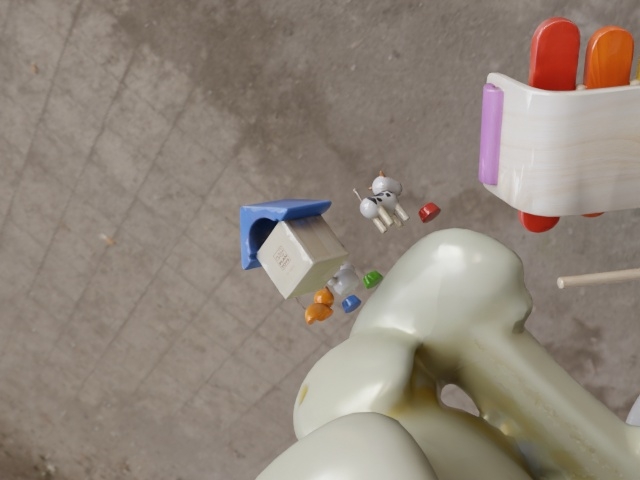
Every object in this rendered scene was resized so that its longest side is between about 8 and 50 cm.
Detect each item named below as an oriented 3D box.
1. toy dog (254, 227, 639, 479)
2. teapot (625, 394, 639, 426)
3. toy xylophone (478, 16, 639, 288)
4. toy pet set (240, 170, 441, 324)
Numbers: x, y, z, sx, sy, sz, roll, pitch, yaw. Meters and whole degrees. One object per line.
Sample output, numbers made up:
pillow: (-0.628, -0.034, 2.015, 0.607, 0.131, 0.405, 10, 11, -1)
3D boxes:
toy dog: (0.018, 0.238, 0.485, 0.395, 0.408, 0.284, -32, 102, 35)
teapot: (0.388, 0.206, 0.703, 0.252, 0.256, 0.187, 43, 172, -4)
toy xylophone: (0.302, -0.075, 0.770, 0.323, 0.081, 0.236, 1, 118, -9)
toy pet set: (0.000, 0.000, 0.576, 0.065, 0.114, 0.122, 54, 130, 21)
